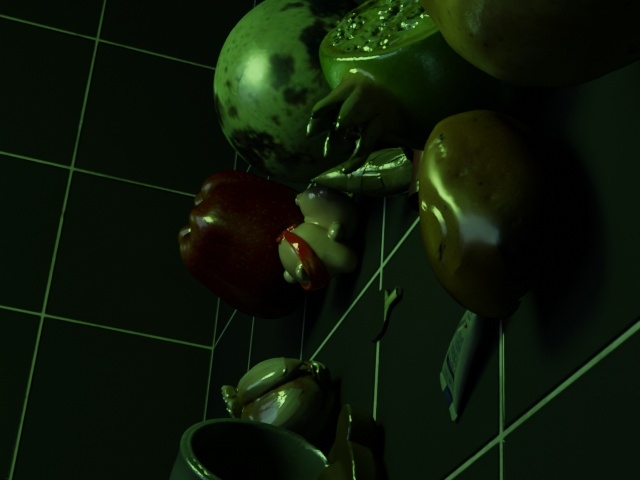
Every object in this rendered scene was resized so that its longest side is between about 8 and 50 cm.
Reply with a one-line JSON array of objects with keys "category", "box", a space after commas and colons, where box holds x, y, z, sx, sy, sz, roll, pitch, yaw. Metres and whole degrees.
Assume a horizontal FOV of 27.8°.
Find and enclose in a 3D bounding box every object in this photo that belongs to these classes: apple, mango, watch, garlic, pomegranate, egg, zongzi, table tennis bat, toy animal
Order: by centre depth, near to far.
[{"category": "pomegranate", "box": [0.255, -0.332, 1.388, 0.332, 0.332, 0.333, -168, 90, -77]}, {"category": "mango", "box": [0.211, -0.050, 1.593, 0.287, 0.201, 0.153, -105, -12, -48]}, {"category": "pomegranate", "box": [0.137, -0.210, 1.782, 0.309, 0.216, 0.358, 8, 49, 50]}, {"category": "watch", "box": [-0.079, 0.420, 2.006, 0.335, 0.326, 0.314, -114, 39, -68]}, {"category": "zongzi", "box": [0.089, -0.110, 2.125, 0.189, 0.178, 0.081, 176, 88, -76]}, {"category": "table tennis bat", "box": [0.107, 0.117, 2.196, 0.156, 0.013, 0.087, 125, 155, -60]}, {"category": "garlic", "box": [-0.055, 0.313, 2.386, 0.214, 0.191, 0.160, 47, -154, -54]}, {"category": "egg", "box": [-0.020, -0.291, 2.390, 0.428, 0.345, 0.345, -70, 0, -61]}, {"category": "toy animal", "box": [0.000, 0.000, 2.461, 0.171, 0.171, 0.198, -177, 107, -77]}, {"category": "apple", "box": [-0.133, 0.006, 2.698, 0.288, 0.316, 0.288, -62, 5, 10]}]

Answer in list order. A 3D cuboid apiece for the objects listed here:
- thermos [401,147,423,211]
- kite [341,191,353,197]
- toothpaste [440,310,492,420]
[{"category": "thermos", "box": [0.191, -0.160, 1.940, 0.124, 0.099, 0.232, -11, 60, 37]}, {"category": "kite", "box": [0.044, -0.081, 2.640, 0.159, 0.010, 0.190, 141, 139, -69]}, {"category": "toothpaste", "box": [0.203, 0.113, 1.739, 0.096, 0.061, 0.266, -101, 20, -57]}]
